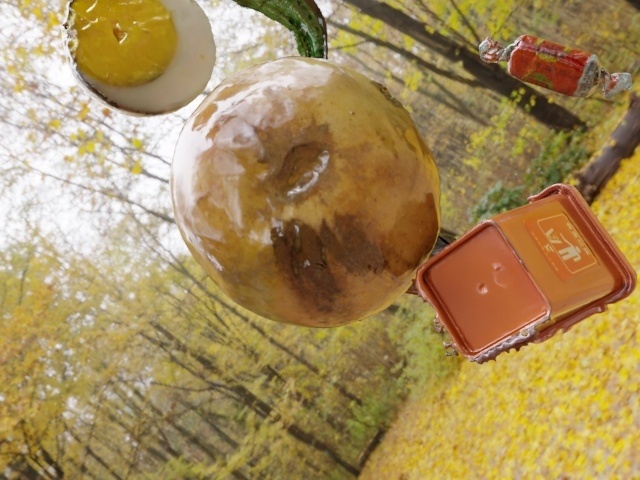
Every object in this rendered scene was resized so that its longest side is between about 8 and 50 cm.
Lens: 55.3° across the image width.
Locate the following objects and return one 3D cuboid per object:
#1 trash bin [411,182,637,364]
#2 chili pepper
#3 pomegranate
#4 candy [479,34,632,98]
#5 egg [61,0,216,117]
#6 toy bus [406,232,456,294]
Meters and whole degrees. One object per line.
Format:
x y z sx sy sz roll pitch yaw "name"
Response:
0.217 0.046 0.695 0.238 0.161 0.184 -10 -25 -49 "trash bin"
-0.073 -0.365 0.995 0.122 0.279 0.065 -48 7 9 "chili pepper"
-0.013 -0.054 0.722 0.322 0.322 0.322 -52 -12 -17 "pomegranate"
0.438 -0.329 1.155 0.059 0.292 0.086 -50 -25 -32 "candy"
-0.393 -0.399 1.335 0.337 0.337 0.201 -52 6 -20 "egg"
0.000 0.000 0.924 0.093 0.408 0.092 -76 -4 -59 "toy bus"
